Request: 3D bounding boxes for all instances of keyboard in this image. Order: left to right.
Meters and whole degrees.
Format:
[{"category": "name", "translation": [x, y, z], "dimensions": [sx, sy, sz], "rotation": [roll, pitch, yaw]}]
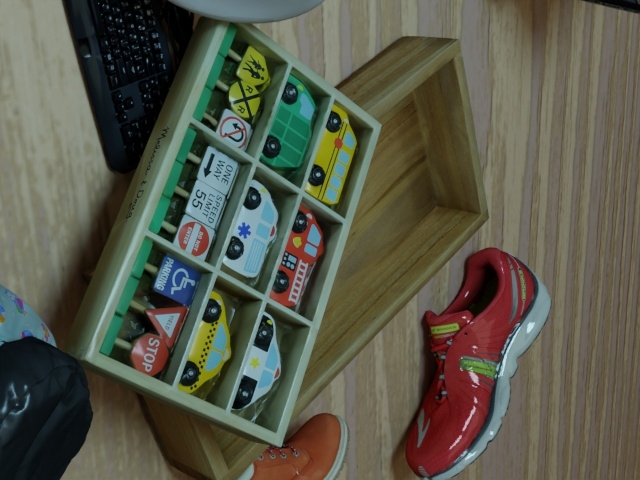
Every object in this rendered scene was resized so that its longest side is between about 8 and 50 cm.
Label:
[{"category": "keyboard", "translation": [-0.123, -0.148, 0.660], "dimensions": [0.100, 0.038, 0.192], "rotation": [-34, 127, -39]}]

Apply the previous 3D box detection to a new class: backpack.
[{"category": "backpack", "translation": [-0.218, 0.063, 0.506], "dimensions": [0.115, 0.182, 0.152], "rotation": [-55, 168, -27]}]

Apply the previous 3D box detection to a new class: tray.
[{"category": "tray", "translation": [0.000, 0.000, 0.826], "dimensions": [0.411, 0.076, 0.202], "rotation": [-42, 130, -36]}]

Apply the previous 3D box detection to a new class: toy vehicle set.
[{"category": "toy vehicle set", "translation": [-0.058, -0.009, 0.667], "dimensions": [0.166, 0.035, 0.266], "rotation": [31, 67, -34]}]

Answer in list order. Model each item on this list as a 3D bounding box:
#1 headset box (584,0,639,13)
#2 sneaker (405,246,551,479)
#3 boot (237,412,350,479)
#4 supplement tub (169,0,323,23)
[{"category": "headset box", "translation": [0.321, -0.400, 0.866], "dimensions": [0.283, 0.131, 0.246], "rotation": [-48, 133, -9]}, {"category": "sneaker", "translation": [0.152, 0.131, 1.050], "dimensions": [0.118, 0.107, 0.279], "rotation": [40, 66, -29]}, {"category": "boot", "translation": [-0.036, 0.196, 0.826], "dimensions": [0.158, 0.059, 0.084], "rotation": [-47, 117, -35]}, {"category": "supplement tub", "translation": [-0.045, -0.260, 0.609], "dimensions": [0.144, 0.144, 0.199], "rotation": [31, 59, -50]}]
